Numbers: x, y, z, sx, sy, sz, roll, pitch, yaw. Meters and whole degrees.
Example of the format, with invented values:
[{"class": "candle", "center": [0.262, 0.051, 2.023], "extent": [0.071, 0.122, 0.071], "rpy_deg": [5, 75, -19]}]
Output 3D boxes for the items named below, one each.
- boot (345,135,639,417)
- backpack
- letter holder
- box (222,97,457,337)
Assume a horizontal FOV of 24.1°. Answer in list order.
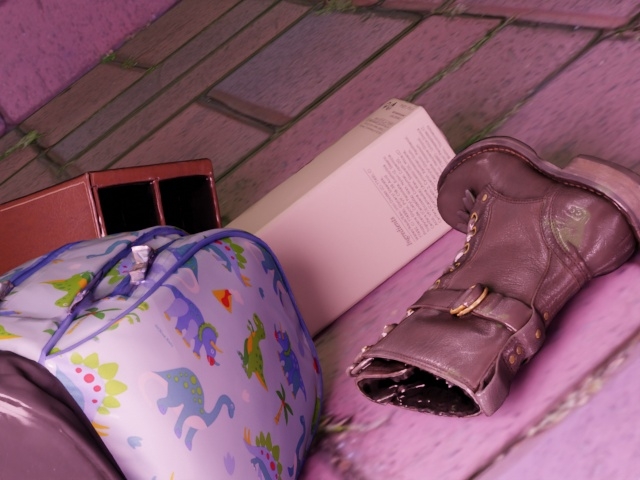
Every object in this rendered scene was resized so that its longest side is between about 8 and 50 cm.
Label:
[{"class": "boot", "center": [0.103, 0.029, 1.092], "extent": [0.229, 0.091, 0.263], "rpy_deg": [-42, 21, -19]}, {"class": "backpack", "center": [-0.137, 0.130, 1.033], "extent": [0.273, 0.290, 0.355], "rpy_deg": [-25, 13, 6]}, {"class": "letter holder", "center": [-0.241, 0.050, 1.608], "extent": [0.152, 0.214, 0.302], "rpy_deg": [-9, -3, -40]}, {"class": "box", "center": [0.000, 0.000, 1.317], "extent": [0.275, 0.113, 0.094], "rpy_deg": [-36, 18, -5]}]
